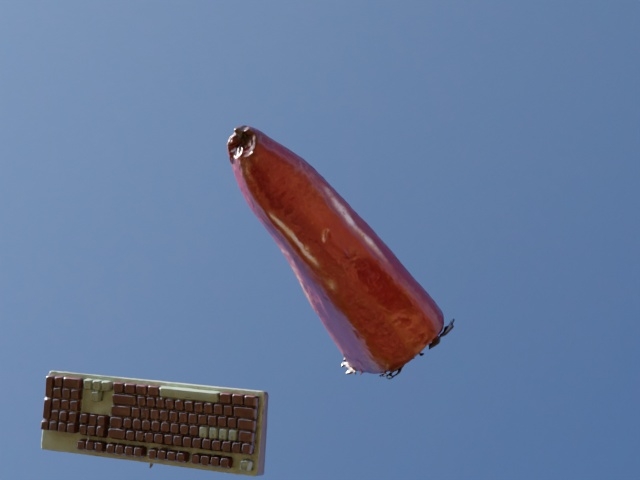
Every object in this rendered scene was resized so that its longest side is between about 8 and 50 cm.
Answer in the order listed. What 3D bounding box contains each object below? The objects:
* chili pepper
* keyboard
[{"bbox_3d":[0.000,-0.001,1.009,0.065,0.088,0.169,-45,-71,-24],"label":"chili pepper"},{"bbox_3d":[-0.106,0.114,1.047,0.166,0.017,0.055,2,-92,31],"label":"keyboard"}]
